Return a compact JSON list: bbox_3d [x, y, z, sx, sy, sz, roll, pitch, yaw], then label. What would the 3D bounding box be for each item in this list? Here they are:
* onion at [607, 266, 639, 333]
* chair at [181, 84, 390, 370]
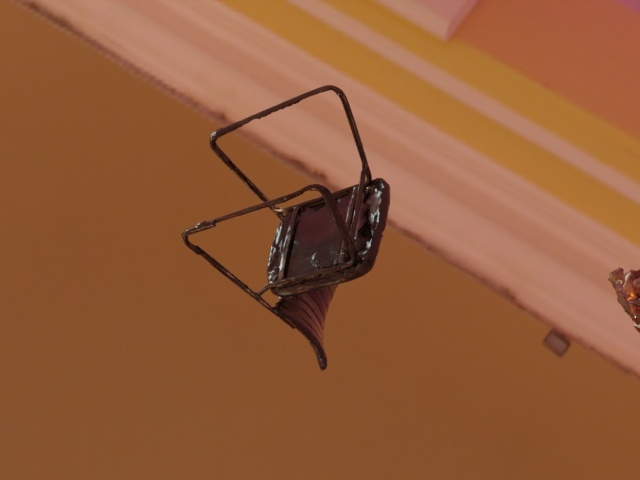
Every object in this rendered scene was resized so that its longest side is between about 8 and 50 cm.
[{"bbox_3d":[0.346,0.121,0.740,0.348,0.267,0.159,8,-132,25],"label":"onion"},{"bbox_3d":[0.000,0.000,1.042,0.145,0.221,0.140,-17,-141,26],"label":"chair"}]
